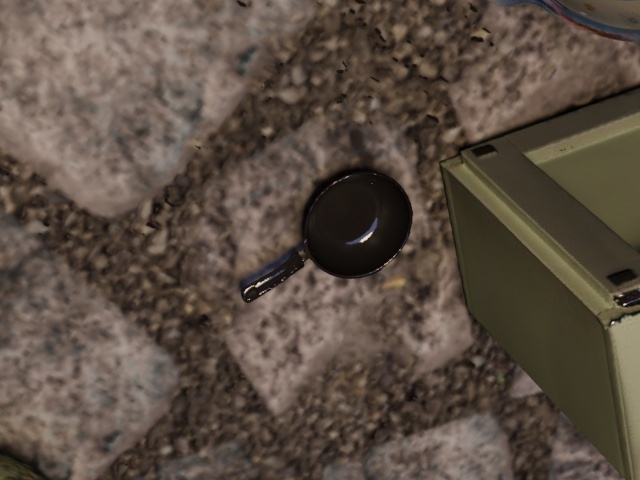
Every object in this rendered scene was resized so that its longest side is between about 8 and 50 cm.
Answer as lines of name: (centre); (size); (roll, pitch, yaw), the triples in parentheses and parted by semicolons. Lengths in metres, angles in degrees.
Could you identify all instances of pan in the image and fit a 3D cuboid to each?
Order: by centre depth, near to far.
pan: (0.000, 0.000, 1.014); (0.115, 0.023, 0.068); (-30, 121, -8)

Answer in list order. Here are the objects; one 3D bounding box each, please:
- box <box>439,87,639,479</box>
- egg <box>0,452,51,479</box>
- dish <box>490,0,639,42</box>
box: (0.218, 0.002, 0.980); (0.225, 0.225, 0.117); (-19, 118, -12)
egg: (-0.191, 0.193, 0.971); (0.132, 0.132, 0.172); (-32, 133, -4)
dish: (0.172, -0.229, 0.939); (0.236, 0.086, 0.227); (-13, 116, -14)
